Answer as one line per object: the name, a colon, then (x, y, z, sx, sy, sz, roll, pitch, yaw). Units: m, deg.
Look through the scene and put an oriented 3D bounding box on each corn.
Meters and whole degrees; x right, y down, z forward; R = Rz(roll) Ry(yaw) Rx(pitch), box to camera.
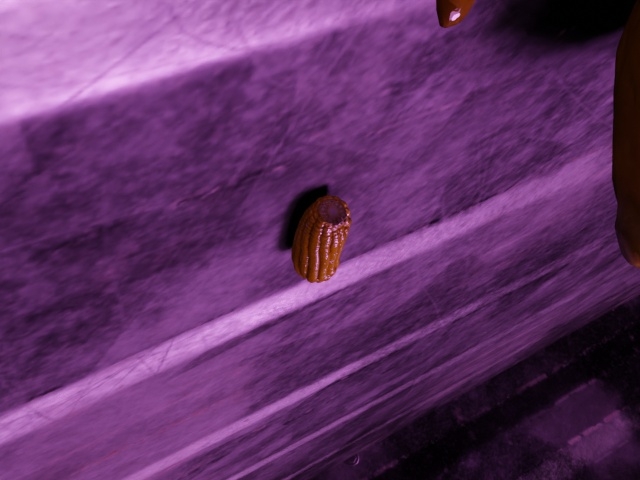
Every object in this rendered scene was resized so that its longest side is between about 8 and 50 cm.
corn: (0.000, 0.000, 0.587, 0.037, 0.037, 0.092, -25, 162, -20)

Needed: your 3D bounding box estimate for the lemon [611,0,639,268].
lemon: (0.326, -0.086, 0.459, 0.336, 0.336, 0.336, -29, 162, -10)

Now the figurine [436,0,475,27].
figurine: (0.238, -0.110, 0.152, 0.268, 0.400, 0.387, -61, 167, -62)
